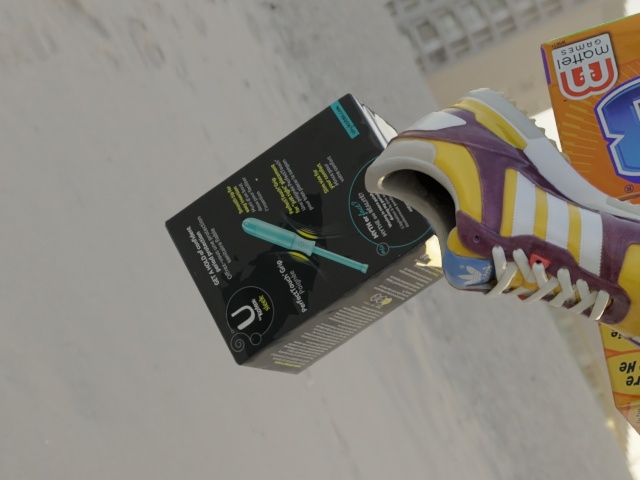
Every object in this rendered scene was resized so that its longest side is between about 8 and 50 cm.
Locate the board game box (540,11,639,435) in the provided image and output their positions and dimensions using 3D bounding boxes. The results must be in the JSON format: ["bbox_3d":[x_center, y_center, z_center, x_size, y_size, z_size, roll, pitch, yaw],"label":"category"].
[{"bbox_3d":[0.448,-0.007,1.093,0.356,0.356,0.356,41,38,-58],"label":"board game box"}]

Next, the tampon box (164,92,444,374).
[{"bbox_3d":[0.000,0.000,0.812,0.120,0.161,0.101,61,14,20],"label":"tampon box"}]

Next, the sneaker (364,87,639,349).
[{"bbox_3d":[0.102,0.009,0.537,0.185,0.084,0.069,42,-29,29],"label":"sneaker"}]
